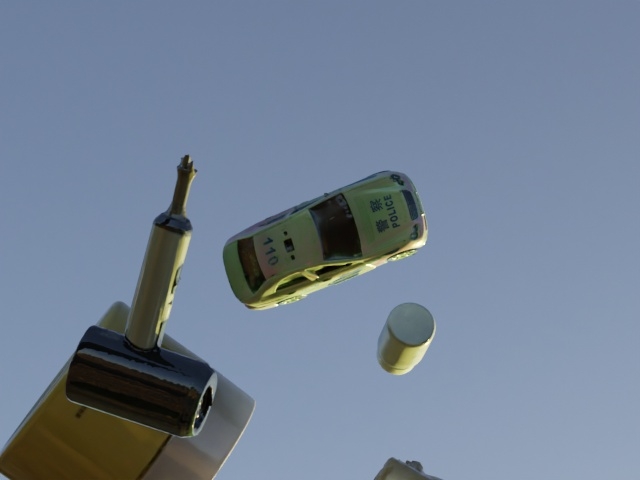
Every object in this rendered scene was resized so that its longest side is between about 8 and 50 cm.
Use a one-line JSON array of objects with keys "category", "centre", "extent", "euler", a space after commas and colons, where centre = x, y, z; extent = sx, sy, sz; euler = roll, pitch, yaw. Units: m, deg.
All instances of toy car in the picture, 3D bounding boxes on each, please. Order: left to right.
[{"category": "toy car", "centre": [0.000, 0.000, 1.687], "extent": [0.224, 0.090, 0.076], "euler": [-23, -13, 25]}]

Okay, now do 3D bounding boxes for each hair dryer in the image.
[{"category": "hair dryer", "centre": [-0.110, 0.036, 1.163], "extent": [0.100, 0.197, 0.057], "euler": [15, 10, 9]}]

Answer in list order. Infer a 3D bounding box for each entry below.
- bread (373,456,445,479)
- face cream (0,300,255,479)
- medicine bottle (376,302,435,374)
[{"category": "bread", "centre": [0.119, 0.272, 1.007], "extent": [0.275, 0.184, 0.114], "euler": [26, -9, 26]}, {"category": "face cream", "centre": [-0.202, 0.198, 1.687], "extent": [0.179, 0.218, 0.218], "euler": [37, -36, -5]}, {"category": "medicine bottle", "centre": [0.080, 0.095, 1.570], "extent": [0.047, 0.047, 0.083], "euler": [19, -26, 0]}]
